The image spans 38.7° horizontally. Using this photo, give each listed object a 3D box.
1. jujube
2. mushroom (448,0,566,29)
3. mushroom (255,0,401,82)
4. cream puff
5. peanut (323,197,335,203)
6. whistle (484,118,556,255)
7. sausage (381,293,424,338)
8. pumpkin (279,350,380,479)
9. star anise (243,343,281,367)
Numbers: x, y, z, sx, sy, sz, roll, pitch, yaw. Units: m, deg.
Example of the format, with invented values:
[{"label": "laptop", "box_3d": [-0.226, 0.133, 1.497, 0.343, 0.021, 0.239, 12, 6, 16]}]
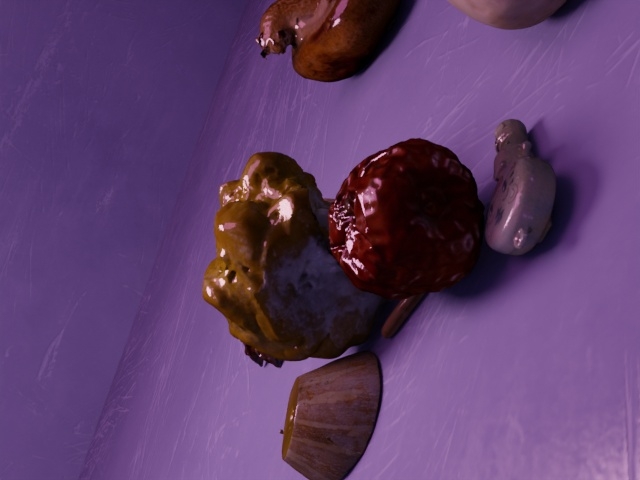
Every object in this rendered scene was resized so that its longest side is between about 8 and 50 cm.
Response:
[{"label": "jujube", "box_3d": [0.118, -0.028, 1.241, 0.232, 0.213, 0.212, -31, 39, 68]}, {"label": "mushroom", "box_3d": [0.289, -0.482, 1.307, 0.336, 0.314, 0.314, -44, 20, 1]}, {"label": "mushroom", "box_3d": [0.026, -0.516, 2.025, 0.345, 0.260, 0.345, -53, 23, 35]}, {"label": "cream puff", "box_3d": [-0.058, 0.036, 1.458, 0.274, 0.323, 0.270, -48, 28, 0]}, {"label": "peanut", "box_3d": [0.000, 0.000, 1.682, 0.224, 0.129, 0.129, -47, 26, 46]}, {"label": "whistle", "box_3d": [0.255, -0.072, 1.169, 0.258, 0.067, 0.126, -83, 12, -51]}, {"label": "sausage", "box_3d": [0.129, 0.097, 1.363, 0.132, 0.024, 0.024, -56, 21, 25]}, {"label": "pumpkin", "box_3d": [-0.004, 0.264, 1.408, 0.217, 0.110, 0.217, -53, 27, 43]}, {"label": "star anise", "box_3d": [-0.102, 0.131, 1.836, 0.223, 0.109, 0.235, 155, 134, -69]}]
